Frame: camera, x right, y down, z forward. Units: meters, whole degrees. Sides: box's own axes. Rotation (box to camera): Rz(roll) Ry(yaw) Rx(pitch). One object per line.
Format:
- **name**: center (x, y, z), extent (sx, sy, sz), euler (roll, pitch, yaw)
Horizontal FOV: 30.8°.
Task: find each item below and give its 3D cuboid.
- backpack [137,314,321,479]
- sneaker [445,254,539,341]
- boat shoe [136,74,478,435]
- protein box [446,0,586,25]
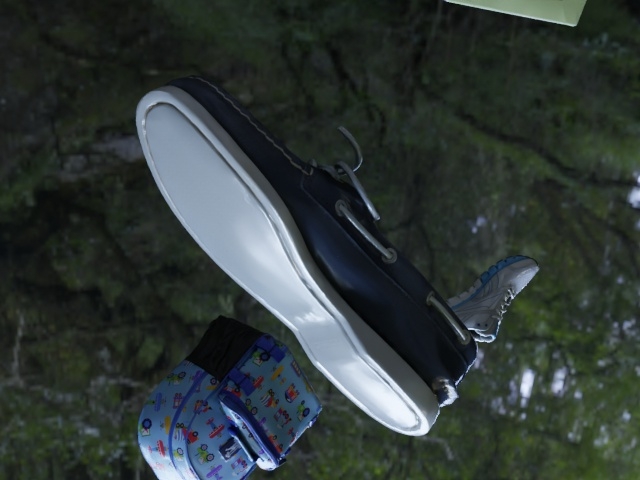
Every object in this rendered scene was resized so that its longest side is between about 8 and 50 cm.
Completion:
- **backpack**: center (-0.103, 0.192, 1.248), extent (0.117, 0.158, 0.173), euler (17, -129, 41)
- **sneaker**: center (0.239, 0.099, 1.640), extent (0.191, 0.071, 0.083), euler (-37, -128, 2)
- **boat shoe**: center (0.000, 0.000, 0.665), extent (0.079, 0.254, 0.095), euler (-49, -167, -28)
- **protein box**: center (0.134, -0.289, 0.886), extent (0.136, 0.201, 0.200), euler (32, -157, 33)
